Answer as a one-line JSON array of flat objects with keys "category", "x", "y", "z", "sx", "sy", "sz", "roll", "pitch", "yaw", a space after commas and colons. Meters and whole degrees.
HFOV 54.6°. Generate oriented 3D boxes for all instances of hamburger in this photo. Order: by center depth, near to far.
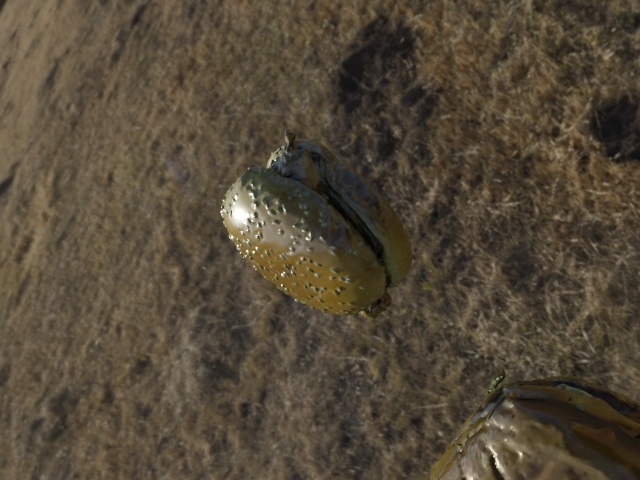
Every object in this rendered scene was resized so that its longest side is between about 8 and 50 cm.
[{"category": "hamburger", "x": 0.155, "y": 0.191, "z": 0.408, "sx": 0.183, "sy": 0.130, "sz": 0.206, "roll": 30, "pitch": 88, "yaw": 32}, {"category": "hamburger", "x": 0.000, "y": 0.000, "z": 0.663, "sx": 0.122, "sy": 0.215, "sz": 0.189, "roll": -47, "pitch": 3, "yaw": -23}]
